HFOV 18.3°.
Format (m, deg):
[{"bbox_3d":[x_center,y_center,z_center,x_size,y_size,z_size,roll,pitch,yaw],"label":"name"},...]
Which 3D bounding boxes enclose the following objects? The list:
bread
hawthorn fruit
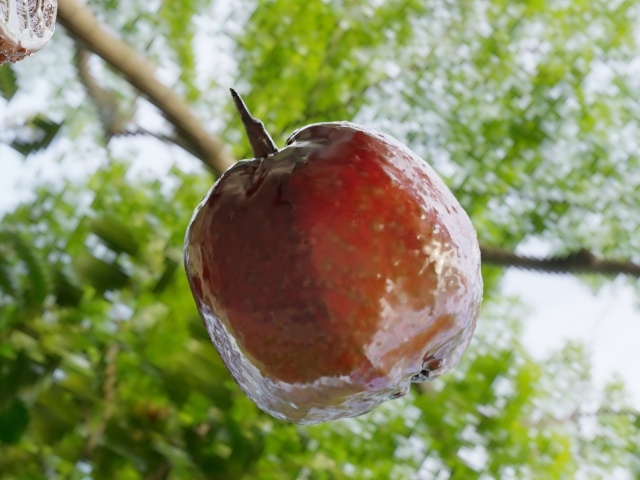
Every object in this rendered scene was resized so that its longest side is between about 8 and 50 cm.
[{"bbox_3d":[-0.355,-0.273,2.188,0.073,0.160,0.160,-10,-125,22],"label":"bread"},{"bbox_3d":[0.000,0.000,1.690,0.254,0.254,0.300,-30,-97,31],"label":"hawthorn fruit"}]
